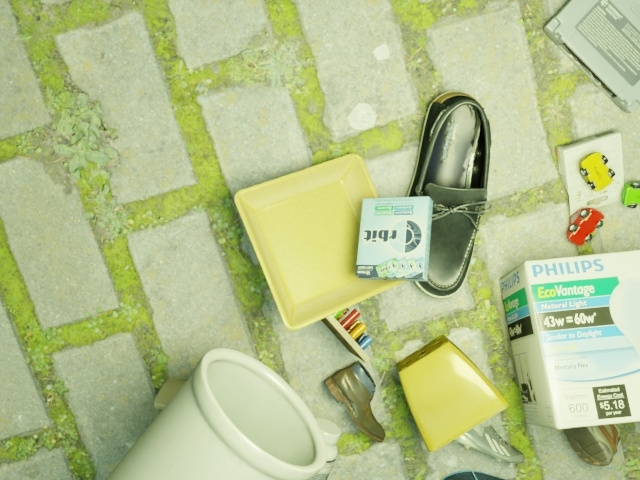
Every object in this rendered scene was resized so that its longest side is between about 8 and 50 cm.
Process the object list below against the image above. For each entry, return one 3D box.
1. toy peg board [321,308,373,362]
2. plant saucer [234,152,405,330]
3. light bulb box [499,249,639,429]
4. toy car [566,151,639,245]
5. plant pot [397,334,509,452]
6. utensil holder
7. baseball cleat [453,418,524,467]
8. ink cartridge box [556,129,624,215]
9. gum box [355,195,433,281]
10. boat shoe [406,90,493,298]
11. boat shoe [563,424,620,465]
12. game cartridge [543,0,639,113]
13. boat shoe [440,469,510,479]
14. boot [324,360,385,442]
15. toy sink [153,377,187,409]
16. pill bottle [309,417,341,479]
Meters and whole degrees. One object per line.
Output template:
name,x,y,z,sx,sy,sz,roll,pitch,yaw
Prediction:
toy peg board,0.068,0.202,1.373,0.079,0.161,0.160,-43,97,-9
plant saucer,0.000,0.000,1.314,0.333,0.081,0.332,-21,87,-22
light bulb box,0.637,0.221,1.281,0.358,0.225,0.360,-6,75,0
toy car,0.711,-0.109,1.363,0.225,0.053,0.238,-5,116,-5
plant pot,0.299,0.353,1.379,0.212,0.212,0.187,-33,84,4
utensil holder,-0.230,0.477,1.176,0.328,0.327,0.385,39,100,-6
baseball cleat,0.447,0.510,1.462,0.206,0.072,0.109,20,91,-7
ink cartridge box,0.667,-0.167,1.385,0.146,0.045,0.179,-17,117,1
gum box,0.165,-0.004,1.256,0.157,0.041,0.184,0,75,26
boat shoe,0.301,-0.100,1.326,0.187,0.156,0.499,5,100,-3
boat shoe,0.653,0.406,1.437,0.116,0.123,0.324,-27,89,-30
game cartridge,0.698,-0.472,1.323,0.297,0.062,0.198,42,92,-6
boat shoe,0.445,0.664,1.475,0.259,0.089,0.108,2,99,-1
boot,0.118,0.411,1.438,0.106,0.082,0.219,-41,95,8
toy sink,-0.298,0.457,1.406,0.234,0.153,0.131,15,99,-4
pill bottle,-0.017,0.555,1.445,0.108,0.108,0.180,21,97,-4
